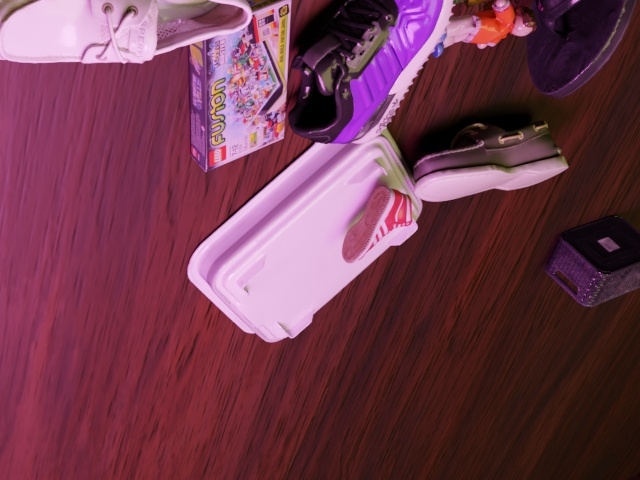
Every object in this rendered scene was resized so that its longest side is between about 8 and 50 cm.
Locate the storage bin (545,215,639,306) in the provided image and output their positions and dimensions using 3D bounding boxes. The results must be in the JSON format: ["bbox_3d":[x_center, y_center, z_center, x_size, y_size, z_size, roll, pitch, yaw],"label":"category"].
[{"bbox_3d":[0.521,0.036,2.241,0.180,0.122,0.084,-16,140,-38],"label":"storage bin"}]

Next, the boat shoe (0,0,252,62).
[{"bbox_3d":[-0.187,-0.215,1.157,0.277,0.096,0.098,-21,143,-32],"label":"boat shoe"}]

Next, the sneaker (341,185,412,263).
[{"bbox_3d":[0.079,-0.017,1.615,0.067,0.042,0.118,8,121,-48],"label":"sneaker"}]

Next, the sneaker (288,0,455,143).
[{"bbox_3d":[0.046,-0.227,1.403,0.146,0.102,0.293,-10,135,-42],"label":"sneaker"}]

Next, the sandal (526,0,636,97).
[{"bbox_3d":[0.345,-0.396,1.516,0.107,0.167,0.446,8,116,-30],"label":"sandal"}]

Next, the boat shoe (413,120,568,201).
[{"bbox_3d":[0.238,-0.121,1.762,0.305,0.091,0.109,-9,167,-41],"label":"boat shoe"}]

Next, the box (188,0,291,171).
[{"bbox_3d":[-0.092,-0.180,1.365,0.114,0.036,0.207,-27,145,-25],"label":"box"}]

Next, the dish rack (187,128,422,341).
[{"bbox_3d":[0.000,0.000,1.658,0.333,0.072,0.285,-41,150,-2],"label":"dish rack"}]

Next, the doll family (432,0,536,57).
[{"bbox_3d":[0.216,-0.332,1.435,0.163,0.118,0.263,-13,161,-13],"label":"doll family"}]
